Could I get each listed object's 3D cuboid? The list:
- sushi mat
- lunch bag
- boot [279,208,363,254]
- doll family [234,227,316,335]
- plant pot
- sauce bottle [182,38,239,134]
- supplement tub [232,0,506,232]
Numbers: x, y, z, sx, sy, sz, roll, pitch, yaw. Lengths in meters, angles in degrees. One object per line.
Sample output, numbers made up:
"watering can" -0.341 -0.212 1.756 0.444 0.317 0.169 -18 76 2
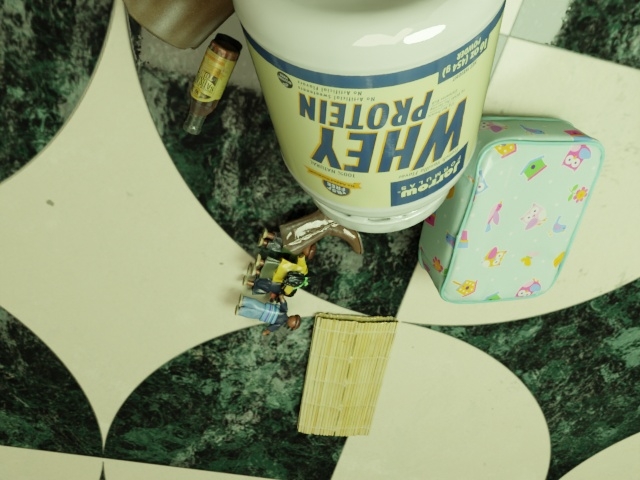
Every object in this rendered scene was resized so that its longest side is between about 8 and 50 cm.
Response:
"sushi mat" 0.046 0.268 1.006 0.151 0.019 0.316 5 122 -6
"lunch bag" 0.273 -0.037 0.765 0.224 0.108 0.279 -5 125 -17
"boot" 0.000 0.000 0.810 0.114 0.037 0.106 -30 106 -10
"doll family" -0.065 0.072 0.857 0.111 0.076 0.193 17 125 -16
"plant pot" -0.134 -0.313 0.574 0.167 0.167 0.165 40 121 -22
"sauce bottle" -0.150 -0.202 0.700 0.042 0.042 0.128 22 117 -14
"supplement tub" 0.056 -0.169 0.555 0.235 0.235 0.325 -9 152 4
